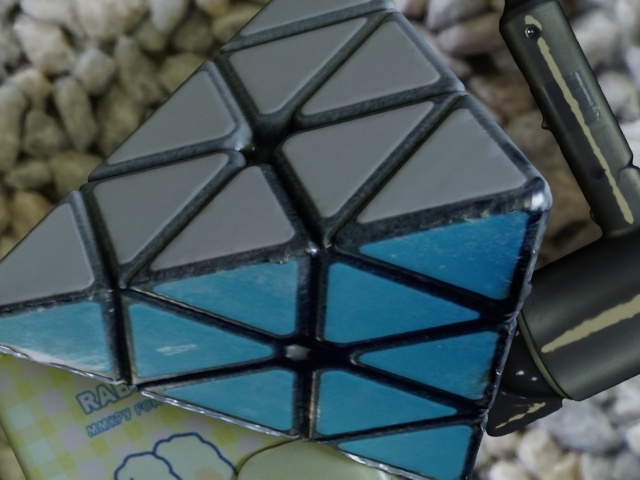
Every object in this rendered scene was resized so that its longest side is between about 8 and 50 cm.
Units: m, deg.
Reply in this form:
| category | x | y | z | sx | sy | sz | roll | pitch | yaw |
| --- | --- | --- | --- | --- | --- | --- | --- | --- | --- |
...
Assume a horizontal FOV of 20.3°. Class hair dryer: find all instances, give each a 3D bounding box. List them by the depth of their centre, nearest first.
| category | x | y | z | sx | sy | sz | roll | pitch | yaw |
| --- | --- | --- | --- | --- | --- | --- | --- | --- | --- |
| hair dryer | 0.125 | -0.041 | 0.972 | 0.195 | 0.078 | 0.248 | -26 | 85 | 17 |

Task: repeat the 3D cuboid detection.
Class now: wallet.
| category | x | y | z | sx | sy | sz | roll | pitch | yaw |
| --- | --- | --- | --- | --- | --- | --- | --- | --- | --- |
| wallet | -0.055 | 0.162 | 1.040 | 0.223 | 0.077 | 0.310 | -23 | 97 | 16 |

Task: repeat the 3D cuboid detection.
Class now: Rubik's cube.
| category | x | y | z | sx | sy | sz | roll | pitch | yaw |
| --- | --- | --- | --- | --- | --- | --- | --- | --- | --- |
| Rubik's cube | 0.002 | 0.001 | 0.899 | 0.233 | 0.228 | 0.229 | 35 | 108 | 17 |
